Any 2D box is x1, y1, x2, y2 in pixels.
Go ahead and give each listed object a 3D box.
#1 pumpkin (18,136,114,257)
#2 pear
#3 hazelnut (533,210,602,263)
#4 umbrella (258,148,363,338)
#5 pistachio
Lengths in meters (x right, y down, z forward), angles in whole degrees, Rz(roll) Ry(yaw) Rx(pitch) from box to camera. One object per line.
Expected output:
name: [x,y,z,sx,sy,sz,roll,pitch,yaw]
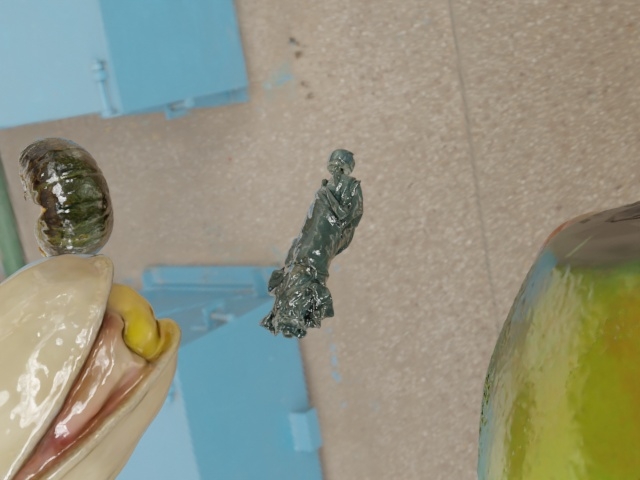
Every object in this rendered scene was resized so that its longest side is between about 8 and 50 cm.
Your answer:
pumpkin: [-0.352,-0.054,1.365,0.107,0.119,0.184,7,115,53]
pear: [0.274,0.054,0.675,0.398,0.399,0.165,-14,101,37]
hazelnut: [0.345,0.045,1.201,0.182,0.182,0.182,12,111,32]
umbrella: [0.003,0.001,1.574,0.143,0.349,0.094,-13,137,39]
pistachio: [-0.275,0.163,0.930,0.230,0.230,0.309,41,79,10]
